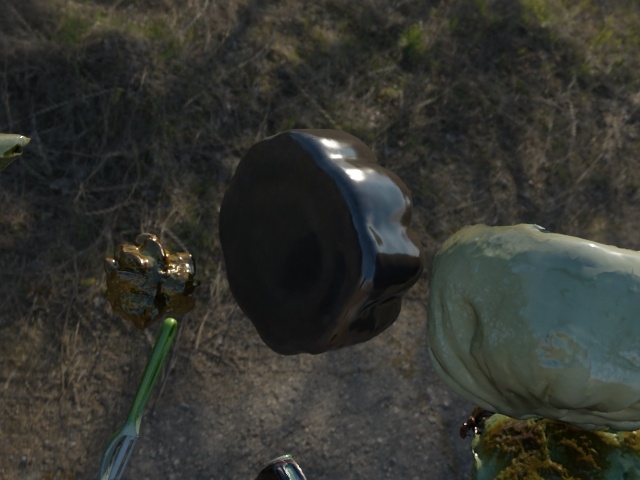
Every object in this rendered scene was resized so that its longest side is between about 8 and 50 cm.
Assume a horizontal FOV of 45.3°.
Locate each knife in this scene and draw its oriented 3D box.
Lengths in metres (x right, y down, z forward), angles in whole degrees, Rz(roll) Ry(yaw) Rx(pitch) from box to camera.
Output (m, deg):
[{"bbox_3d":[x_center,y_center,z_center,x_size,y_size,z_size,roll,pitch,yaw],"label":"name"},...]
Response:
[{"bbox_3d":[-0.171,0.155,0.705,0.026,0.184,0.022,23,5,2],"label":"knife"}]

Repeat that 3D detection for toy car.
[{"bbox_3d":[-0.043,0.232,0.652,0.055,0.142,0.069,-12,65,-28],"label":"toy car"}]

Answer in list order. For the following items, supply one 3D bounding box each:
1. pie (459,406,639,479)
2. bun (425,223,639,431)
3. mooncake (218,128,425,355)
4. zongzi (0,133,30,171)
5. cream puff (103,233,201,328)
[{"bbox_3d":[0.319,0.295,1.016,0.106,0.274,0.257,60,24,-25],"label":"pie"},{"bbox_3d":[0.284,0.115,0.896,0.359,0.359,0.211,17,83,-13],"label":"bun"},{"bbox_3d":[0.000,0.000,1.048,0.154,0.306,0.306,-7,55,-45],"label":"mooncake"},{"bbox_3d":[-0.368,0.044,0.586,0.299,0.145,0.274,-3,87,-33],"label":"zongzi"},{"bbox_3d":[-0.208,0.054,0.954,0.094,0.116,0.122,17,-5,40],"label":"cream puff"}]
